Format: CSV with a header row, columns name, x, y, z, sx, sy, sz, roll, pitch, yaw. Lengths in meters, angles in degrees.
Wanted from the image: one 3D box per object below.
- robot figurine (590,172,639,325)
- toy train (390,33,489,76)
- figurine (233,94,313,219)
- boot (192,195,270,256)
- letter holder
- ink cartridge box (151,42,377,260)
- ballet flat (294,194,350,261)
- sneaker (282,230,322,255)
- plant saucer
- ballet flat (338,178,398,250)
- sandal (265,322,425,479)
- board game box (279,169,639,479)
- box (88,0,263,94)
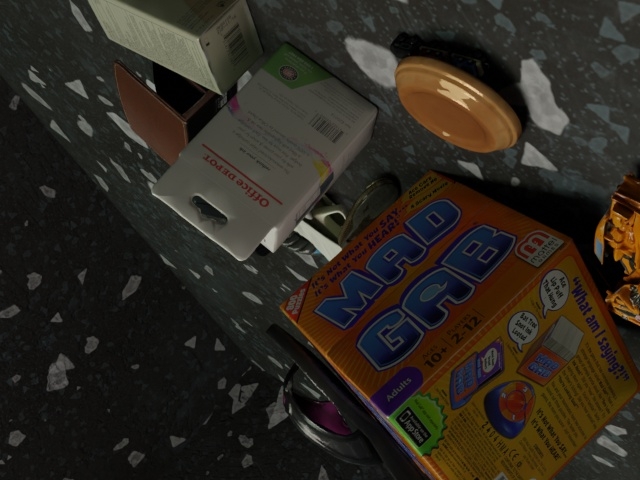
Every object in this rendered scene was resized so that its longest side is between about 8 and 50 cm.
name,x,y,z,sx,sy,sz,roll,pitch,yaw
robot figurine,0.458,0.038,1.094,0.211,0.085,0.291,30,159,30
toy train,0.158,-0.250,1.092,0.158,0.036,0.027,25,156,38
figurine,-0.079,-0.161,1.555,0.209,0.092,0.215,23,120,27
boot,-0.244,-0.076,2.153,0.207,0.094,0.247,13,141,47
letter holder,-0.305,-0.292,1.711,0.214,0.152,0.302,39,161,8
ink cartridge box,-0.091,-0.130,1.343,0.207,0.353,0.119,37,161,9
ballet flat,-0.011,-0.069,1.724,0.400,0.139,0.139,41,162,-16
sneaker,-0.097,-0.071,1.912,0.340,0.125,0.139,31,-175,21
plant saucer,0.185,-0.182,1.128,0.199,0.037,0.200,33,172,5
ballet flat,0.086,-0.056,1.583,0.250,0.084,0.058,115,145,-58
sandal,0.039,0.325,1.372,0.446,0.107,0.167,51,173,-20
board game box,0.226,0.171,1.309,0.357,0.356,0.356,53,172,-33
box,-0.268,-0.397,1.439,0.311,0.121,0.148,31,159,26
